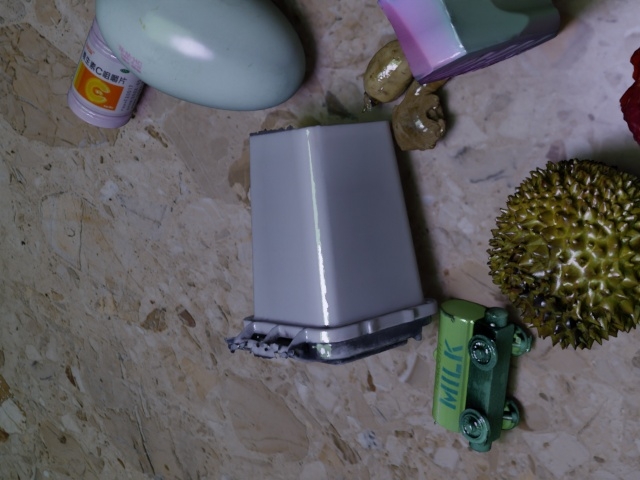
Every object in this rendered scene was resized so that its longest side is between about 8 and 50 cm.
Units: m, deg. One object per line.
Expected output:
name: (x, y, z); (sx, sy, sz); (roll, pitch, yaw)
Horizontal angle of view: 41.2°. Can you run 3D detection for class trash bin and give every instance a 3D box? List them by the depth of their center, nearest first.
trash bin: (0.000, 0.000, 1.351); (0.255, 0.296, 0.368); (2, 100, 53)

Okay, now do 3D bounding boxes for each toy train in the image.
toy train: (0.243, 0.212, 1.383); (0.157, 0.105, 0.253); (24, 121, 44)

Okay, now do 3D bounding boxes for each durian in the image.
durian: (0.339, 0.021, 1.144); (0.293, 0.258, 0.258); (-173, 61, -82)

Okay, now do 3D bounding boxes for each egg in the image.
egg: (-0.196, -0.341, 1.404); (0.370, 0.230, 0.230); (27, 122, 6)

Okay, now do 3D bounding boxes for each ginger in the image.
ginger: (0.162, -0.201, 1.299); (0.096, 0.067, 0.165); (55, 134, 37)

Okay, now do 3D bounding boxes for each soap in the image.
soap: (0.192, -0.278, 1.083); (0.192, 0.324, 0.109); (-20, 92, 39)

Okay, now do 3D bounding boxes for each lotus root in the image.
lotus root: (0.104, -0.258, 1.325); (0.072, 0.063, 0.152); (45, 125, 12)

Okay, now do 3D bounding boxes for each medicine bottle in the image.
medicine bottle: (-0.384, -0.344, 1.614); (0.133, 0.133, 0.250); (45, 126, 15)

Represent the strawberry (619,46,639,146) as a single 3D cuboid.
strawberry: (0.482, -0.167, 0.989); (0.274, 0.220, 0.274); (0, 100, 0)
